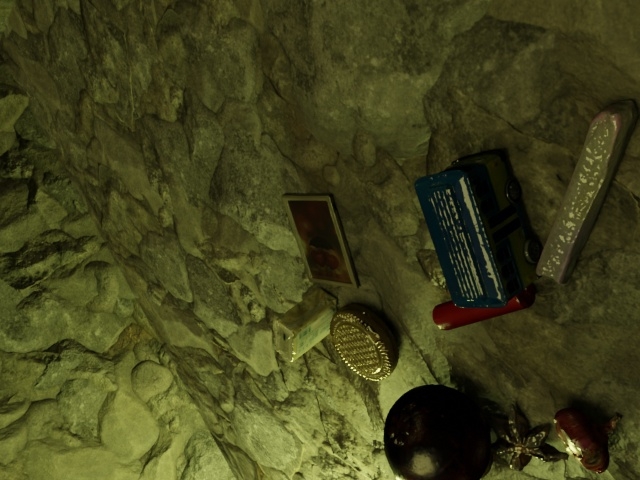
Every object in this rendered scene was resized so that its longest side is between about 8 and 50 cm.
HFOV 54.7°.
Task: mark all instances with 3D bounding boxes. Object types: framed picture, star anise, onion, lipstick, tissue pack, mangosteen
[{"bbox_3d":[0.000,0.000,1.798,0.211,0.020,0.290,5,118,47],"label":"framed picture"},{"bbox_3d":[0.494,0.500,1.545,0.172,0.063,0.208,53,144,9],"label":"star anise"},{"bbox_3d":[0.595,0.419,1.348,0.150,0.140,0.150,52,-172,-10],"label":"onion"},{"bbox_3d":[0.372,0.151,1.427,0.073,0.073,0.279,58,145,0],"label":"lipstick"},{"bbox_3d":[-0.043,0.256,1.884,0.092,0.196,0.148,34,139,31],"label":"tissue pack"},{"bbox_3d":[0.313,0.521,1.606,0.293,0.297,0.297,11,140,-11],"label":"mangosteen"}]

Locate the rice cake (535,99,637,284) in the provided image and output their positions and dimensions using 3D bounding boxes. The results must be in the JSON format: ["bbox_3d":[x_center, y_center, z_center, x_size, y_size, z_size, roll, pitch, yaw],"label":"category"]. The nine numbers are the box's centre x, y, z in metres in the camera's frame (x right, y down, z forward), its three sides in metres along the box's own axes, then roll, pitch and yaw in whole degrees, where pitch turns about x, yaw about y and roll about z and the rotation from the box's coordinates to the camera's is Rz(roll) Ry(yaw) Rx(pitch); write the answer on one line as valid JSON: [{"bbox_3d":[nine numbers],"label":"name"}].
[{"bbox_3d":[0.479,-0.071,1.138,0.064,0.070,0.399,36,139,33],"label":"rice cake"}]

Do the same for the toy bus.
[{"bbox_3d":[0.324,-0.023,1.260,0.138,0.175,0.288,-7,107,52],"label":"toy bus"}]

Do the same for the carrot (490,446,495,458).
[{"bbox_3d":[0.452,0.601,1.697,0.035,0.035,0.142,37,144,26],"label":"carrot"}]

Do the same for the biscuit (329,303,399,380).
[{"bbox_3d":[0.126,0.300,1.817,0.259,0.079,0.259,29,135,34],"label":"biscuit"}]
